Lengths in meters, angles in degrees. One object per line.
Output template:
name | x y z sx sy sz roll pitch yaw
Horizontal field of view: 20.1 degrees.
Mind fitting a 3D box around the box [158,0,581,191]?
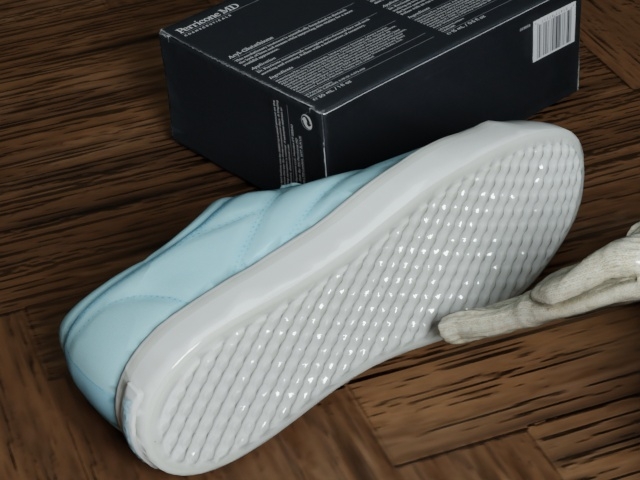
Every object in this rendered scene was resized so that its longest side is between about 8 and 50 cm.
box | 0.040 -0.134 1.346 0.261 0.103 0.184 -29 43 -31

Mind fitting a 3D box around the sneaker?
sneaker | 0.000 0.000 1.118 0.366 0.135 0.150 -26 42 -30

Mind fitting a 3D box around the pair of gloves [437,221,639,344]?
pair of gloves | 0.208 0.006 1.069 0.240 0.042 0.204 -16 -2 -36
